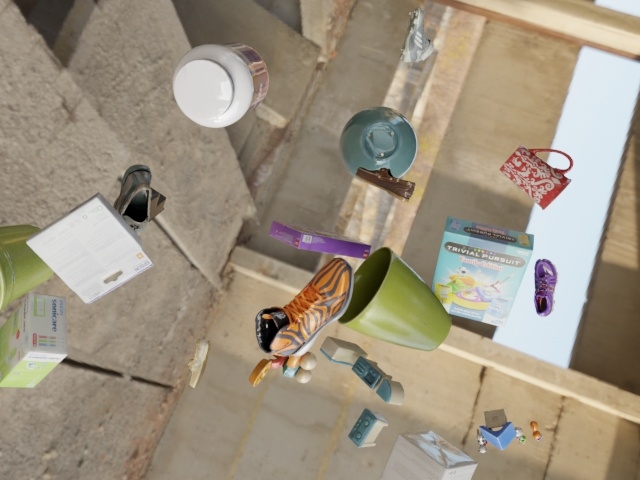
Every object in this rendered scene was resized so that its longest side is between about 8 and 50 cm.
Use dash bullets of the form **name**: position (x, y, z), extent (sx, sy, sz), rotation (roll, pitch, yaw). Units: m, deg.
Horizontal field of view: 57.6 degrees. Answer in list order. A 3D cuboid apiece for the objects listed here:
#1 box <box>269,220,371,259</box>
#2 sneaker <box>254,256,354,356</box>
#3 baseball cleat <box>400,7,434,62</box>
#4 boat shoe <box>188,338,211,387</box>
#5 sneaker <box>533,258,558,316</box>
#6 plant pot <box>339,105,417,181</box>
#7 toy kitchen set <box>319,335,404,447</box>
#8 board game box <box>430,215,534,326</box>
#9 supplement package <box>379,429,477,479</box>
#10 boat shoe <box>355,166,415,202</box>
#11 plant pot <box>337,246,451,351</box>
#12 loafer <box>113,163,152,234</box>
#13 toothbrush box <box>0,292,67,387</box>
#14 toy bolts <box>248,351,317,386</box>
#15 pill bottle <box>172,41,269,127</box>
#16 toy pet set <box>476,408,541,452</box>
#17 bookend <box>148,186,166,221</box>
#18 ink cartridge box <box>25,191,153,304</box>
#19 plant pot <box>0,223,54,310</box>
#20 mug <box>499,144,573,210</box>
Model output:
- **box**: position (0.000, 0.000, 1.988), extent (0.201, 0.293, 0.057), rotation (23, -79, 55)
- **sneaker**: position (-0.047, 0.179, 1.499), extent (0.180, 0.124, 0.321), rotation (12, 114, -52)
- **baseball cleat**: position (0.329, -0.674, 1.914), extent (0.206, 0.109, 0.072), rotation (106, -16, -60)
- **boat shoe**: position (-0.429, 0.424, 2.023), extent (0.063, 0.059, 0.170), rotation (79, 27, -82)
- **sneaker**: position (0.643, 0.136, 1.668), extent (0.071, 0.068, 0.170), rotation (2, 86, -58)
- **plant pot**: position (0.211, -0.344, 2.068), extent (0.195, 0.290, 0.290), rotation (-65, 174, -85)
- **toy kitchen set**: position (0.071, 0.362, 1.396), extent (0.122, 0.207, 0.166), rotation (25, 98, -44)
- **board game box**: position (0.480, 0.102, 1.785), extent (0.079, 0.254, 0.336), rotation (-65, 163, -46)
- **supplement package**: position (0.277, 0.712, 1.635), extent (0.175, 0.177, 0.293), rotation (16, 98, -47)
- **boat shoe**: position (0.209, -0.196, 1.858), extent (0.073, 0.207, 0.073), rotation (-18, 132, -59)
- **plant pot**: position (0.247, 0.213, 1.788), extent (0.275, 0.293, 0.275), rotation (-52, -166, 18)
- **loafer**: position (-0.508, -0.086, 1.585), extent (0.084, 0.096, 0.267), rotation (63, -35, 32)
- **toothbrush box**: position (-0.933, 0.327, 1.879), extent (0.283, 0.122, 0.206), rotation (-36, -126, 33)
- **toy bolts**: position (-0.114, 0.440, 1.982), extent (0.218, 0.158, 0.228), rotation (-55, 168, -15)
- **pill bottle**: position (-0.232, -0.366, 1.360), extent (0.323, 0.181, 0.181), rotation (-76, -177, -69)
- **toy pet set**: position (0.359, 0.383, 1.121), extent (0.065, 0.122, 0.114), rotation (-80, 149, -51)
- **bookend**: position (-0.633, -0.148, 2.145), extent (0.157, 0.072, 0.156), rotation (-58, 177, 41)
- **ink cartridge box**: position (-0.571, 0.023, 1.462), extent (0.224, 0.223, 0.045), rotation (57, 8, -25)
- **plant pot**: position (-0.876, 0.066, 1.580), extent (0.254, 0.276, 0.276), rotation (-38, 147, -69)
- **mug**: position (0.612, -0.194, 1.640), extent (0.150, 0.169, 0.113), rotation (-47, 169, -10)
